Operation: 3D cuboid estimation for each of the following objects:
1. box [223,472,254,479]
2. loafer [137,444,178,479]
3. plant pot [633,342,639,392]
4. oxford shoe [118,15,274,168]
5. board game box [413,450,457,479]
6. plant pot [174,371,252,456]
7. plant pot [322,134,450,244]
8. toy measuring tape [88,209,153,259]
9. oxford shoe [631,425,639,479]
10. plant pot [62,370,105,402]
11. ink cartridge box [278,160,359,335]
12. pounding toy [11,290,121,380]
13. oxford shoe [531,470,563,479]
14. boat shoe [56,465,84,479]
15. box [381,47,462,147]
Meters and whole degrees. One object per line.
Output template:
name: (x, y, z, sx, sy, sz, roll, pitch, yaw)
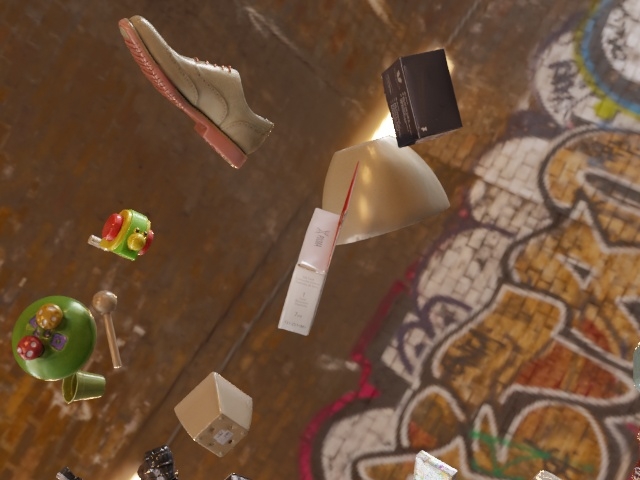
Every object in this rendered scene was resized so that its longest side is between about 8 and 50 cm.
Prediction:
box: (-0.134, 0.640, 1.881, 0.242, 0.307, 0.076, -46, 33, 31)
loafer: (-0.325, 0.476, 1.722, 0.076, 0.078, 0.223, -16, -21, -20)
plant pot: (0.901, 0.310, 2.056, 0.252, 0.247, 0.248, -35, 11, 31)
oxford shoe: (-0.256, -0.332, 1.784, 0.146, 0.140, 0.397, -44, -55, -2)
board game box: (0.274, 0.594, 2.065, 0.026, 0.103, 0.154, -30, -48, -41)
plant pot: (-0.190, 0.329, 1.573, 0.109, 0.096, 0.109, -44, -61, 7)
plant pot: (0.122, -0.124, 1.882, 0.284, 0.284, 0.190, -26, -80, -57)
toy measuring tape: (-0.497, -0.022, 2.127, 0.121, 0.330, 0.121, -3, -84, -30)
oxford shoe: (0.823, 0.470, 1.998, 0.130, 0.123, 0.348, -26, -43, -29)
plant pot: (-0.546, 0.338, 1.987, 0.079, 0.083, 0.083, 12, -74, -38)
ink cartridge box: (0.000, 0.000, 1.503, 0.275, 0.060, 0.238, -73, -1, -67)
pounding toy: (-0.548, 0.193, 1.786, 0.110, 0.237, 0.182, 69, -167, -74)
oxford shoe: (0.429, 0.495, 1.520, 0.130, 0.169, 0.449, -34, -10, -1)
boat shoe: (-0.706, 0.704, 2.475, 0.040, 0.049, 0.142, -54, -46, -23)
box: (0.193, -0.272, 1.652, 0.158, 0.093, 0.156, 177, 79, -81)
